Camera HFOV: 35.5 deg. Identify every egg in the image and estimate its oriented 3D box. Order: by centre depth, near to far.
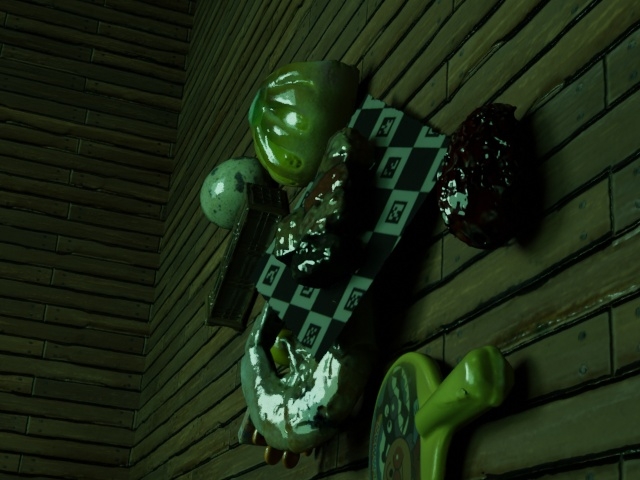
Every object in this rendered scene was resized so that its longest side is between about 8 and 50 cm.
[{"bbox_3d":[-0.173,-0.104,2.111,0.182,0.141,0.141,-45,33,30],"label":"egg"}]

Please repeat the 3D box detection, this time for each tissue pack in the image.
[{"bbox_3d":[-0.104,0.317,1.737,0.035,0.063,0.083,-107,33,-53],"label":"tissue pack"}]

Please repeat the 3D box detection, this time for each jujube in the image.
[{"bbox_3d":[0.170,-0.065,1.046,0.104,0.104,0.166,122,166,-50],"label":"jujube"}]

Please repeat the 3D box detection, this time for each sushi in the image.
[{"bbox_3d":[0.006,-0.043,1.362,0.339,0.069,0.320,-57,27,7],"label":"sushi"}]

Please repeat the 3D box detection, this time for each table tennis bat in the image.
[{"bbox_3d":[0.116,0.211,1.105,0.368,0.054,0.224,121,154,-57],"label":"table tennis bat"}]

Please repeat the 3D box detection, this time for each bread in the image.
[{"bbox_3d":[-0.029,-0.189,1.670,0.156,0.158,0.260,-110,33,-54],"label":"bread"}]

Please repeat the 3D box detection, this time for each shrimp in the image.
[{"bbox_3d":[-0.013,0.120,1.409,0.247,0.085,0.360,-4,65,42],"label":"shrimp"}]

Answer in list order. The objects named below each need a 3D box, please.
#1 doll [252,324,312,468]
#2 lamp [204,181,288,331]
[{"bbox_3d":[-0.044,0.227,1.492,0.135,0.143,0.220,0,74,34],"label":"doll"},{"bbox_3d":[-0.156,0.038,2.048,0.089,0.090,0.325,-99,27,-52],"label":"lamp"}]
